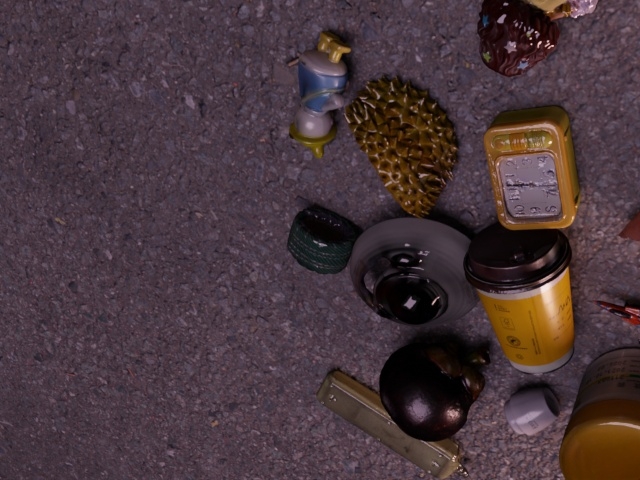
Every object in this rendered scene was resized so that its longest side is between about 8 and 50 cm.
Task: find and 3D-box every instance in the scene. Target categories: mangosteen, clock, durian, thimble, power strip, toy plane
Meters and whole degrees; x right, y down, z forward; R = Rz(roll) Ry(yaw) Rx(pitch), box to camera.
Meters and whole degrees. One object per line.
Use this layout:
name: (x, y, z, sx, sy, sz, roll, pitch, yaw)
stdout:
mangosteen: (0.244, 0.292, 1.869, 0.250, 0.211, 0.211, -36, 100, 7)
clock: (0.374, -0.125, 1.597, 0.143, 0.096, 0.202, -5, 117, 26)
durian: (0.161, -0.180, 1.668, 0.260, 0.154, 0.186, 40, 104, -10)
thimble: (0.001, 0.002, 1.850, 0.135, 0.118, 0.090, 26, 126, 8)
power strip: (0.170, 0.424, 2.062, 0.387, 0.066, 0.092, 32, 127, 9)
toy plane: (0.597, 0.139, 1.666, 0.189, 0.061, 0.130, 23, 128, 18)

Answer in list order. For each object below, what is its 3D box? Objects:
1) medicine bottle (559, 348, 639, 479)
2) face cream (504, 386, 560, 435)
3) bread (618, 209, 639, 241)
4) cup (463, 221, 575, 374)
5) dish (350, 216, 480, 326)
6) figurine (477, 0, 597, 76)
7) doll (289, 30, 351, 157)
medicine bottle: (0.585, 0.357, 1.695, 0.237, 0.232, 0.238, 13, 125, 19)
face cream: (0.433, 0.348, 1.859, 0.095, 0.091, 0.091, -30, 102, 30)
bread: (0.611, -0.049, 1.536, 0.119, 0.067, 0.192, 32, 128, 6)
cup: (0.383, 0.104, 1.685, 0.196, 0.196, 0.280, -3, 126, 29)
dish: (0.180, 0.097, 1.764, 0.273, 0.134, 0.273, 10, 134, 10)
figurine: (0.332, -0.366, 1.429, 0.174, 0.116, 0.240, 30, 133, 5)
doll: (-0.005, -0.267, 1.702, 0.135, 0.099, 0.241, 22, 129, 16)
